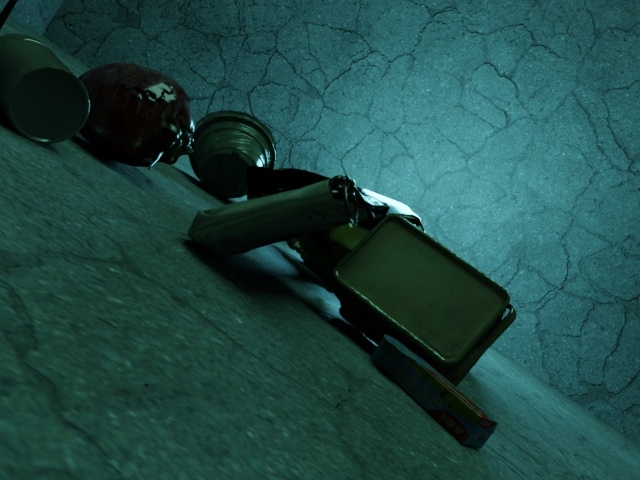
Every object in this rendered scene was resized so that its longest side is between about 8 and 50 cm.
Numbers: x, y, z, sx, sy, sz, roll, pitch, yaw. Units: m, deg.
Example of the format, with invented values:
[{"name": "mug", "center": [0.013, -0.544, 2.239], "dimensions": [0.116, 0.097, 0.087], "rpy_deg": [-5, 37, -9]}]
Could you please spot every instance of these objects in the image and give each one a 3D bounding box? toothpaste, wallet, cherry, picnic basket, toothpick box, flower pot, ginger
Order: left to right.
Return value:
[{"name": "toothpick box", "center": [-0.408, -0.219, 0.927], "dimensions": [0.111, 0.111, 0.180], "rpy_deg": [30, 7, -47]}, {"name": "cherry", "center": [-0.342, -0.222, 1.144], "dimensions": [0.249, 0.175, 0.192], "rpy_deg": [21, 28, 13]}, {"name": "flower pot", "center": [-0.228, -0.198, 1.654], "dimensions": [0.235, 0.235, 0.141], "rpy_deg": [33, 29, -19]}, {"name": "wallet", "center": [-0.037, -0.028, 0.953], "dimensions": [0.274, 0.068, 0.335], "rpy_deg": [-10, -4, 15]}, {"name": "ginger", "center": [0.000, 0.000, 1.301], "dimensions": [0.358, 0.211, 0.413], "rpy_deg": [2, 19, -47]}, {"name": "picnic basket", "center": [0.158, 0.099, 1.040], "dimensions": [0.266, 0.165, 0.139], "rpy_deg": [36, -21, 25]}, {"name": "toothpaste", "center": [0.142, 0.197, 0.876], "dimensions": [0.070, 0.044, 0.193], "rpy_deg": [29, 6, -43]}]

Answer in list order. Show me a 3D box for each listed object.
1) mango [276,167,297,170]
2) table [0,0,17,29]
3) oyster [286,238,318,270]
[{"name": "mango", "center": [-0.082, -0.103, 1.816], "dimensions": [0.211, 0.173, 0.317], "rpy_deg": [40, -8, -16]}, {"name": "table", "center": [-0.677, -0.518, 1.180], "dimensions": [0.222, 0.272, 0.335], "rpy_deg": [31, 5, -43]}, {"name": "oyster", "center": [0.040, 0.056, 1.512], "dimensions": [0.259, 0.092, 0.198], "rpy_deg": [43, 2, -11]}]
